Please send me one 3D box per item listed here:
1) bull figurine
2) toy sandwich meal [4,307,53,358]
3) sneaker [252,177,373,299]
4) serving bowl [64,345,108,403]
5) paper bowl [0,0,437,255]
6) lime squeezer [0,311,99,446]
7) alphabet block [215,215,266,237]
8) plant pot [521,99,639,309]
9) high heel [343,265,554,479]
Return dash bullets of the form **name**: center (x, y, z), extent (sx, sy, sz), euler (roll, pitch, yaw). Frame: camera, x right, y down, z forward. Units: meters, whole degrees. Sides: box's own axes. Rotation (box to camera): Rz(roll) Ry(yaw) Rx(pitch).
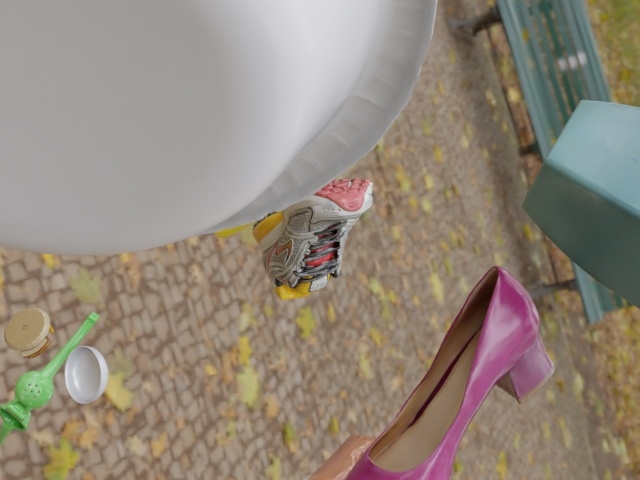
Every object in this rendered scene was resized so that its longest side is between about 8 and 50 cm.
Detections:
- **bull figurine**: center (0.025, 0.392, 1.433), extent (0.188, 0.101, 0.310), euler (50, 42, 6)
- **toy sandwich meal**: center (-0.460, 0.146, 1.607), extent (0.029, 0.086, 0.085), euler (67, 19, -54)
- **sneaker**: center (0.000, 0.000, 1.001), extent (0.225, 0.088, 0.092), euler (134, -55, -67)
- **serving bowl**: center (-0.333, 0.193, 1.465), extent (0.027, 0.083, 0.083), euler (4, 71, -52)
- **paper bowl**: center (-0.097, -0.105, 0.381), extent (0.284, 0.284, 0.148), euler (52, 30, -39)
- **lime squeezer**: center (-0.448, 0.236, 1.546), extent (0.059, 0.310, 0.110), euler (32, 23, -18)
- **alphabet block**: center (-0.143, -0.156, 1.690), extent (0.192, 0.193, 0.197), euler (40, 44, -24)
- **plant pot**: center (0.363, -0.043, 1.149), extent (0.165, 0.234, 0.165), euler (-54, 167, -27)
- **high heel**: center (0.124, 0.198, 1.259), extent (0.377, 0.127, 0.181), euler (-41, 121, -17)
